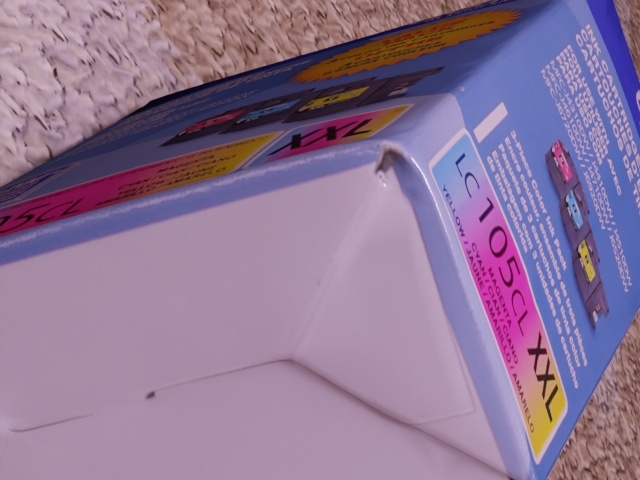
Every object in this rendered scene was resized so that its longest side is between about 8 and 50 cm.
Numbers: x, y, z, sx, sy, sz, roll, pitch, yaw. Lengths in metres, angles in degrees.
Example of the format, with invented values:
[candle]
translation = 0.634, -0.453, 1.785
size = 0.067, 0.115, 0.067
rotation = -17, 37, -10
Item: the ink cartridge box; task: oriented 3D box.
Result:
[ink cartridge box]
translation = 0.000, 0.000, 0.890
size = 0.395, 0.270, 0.151
rotation = -39, 113, -64
